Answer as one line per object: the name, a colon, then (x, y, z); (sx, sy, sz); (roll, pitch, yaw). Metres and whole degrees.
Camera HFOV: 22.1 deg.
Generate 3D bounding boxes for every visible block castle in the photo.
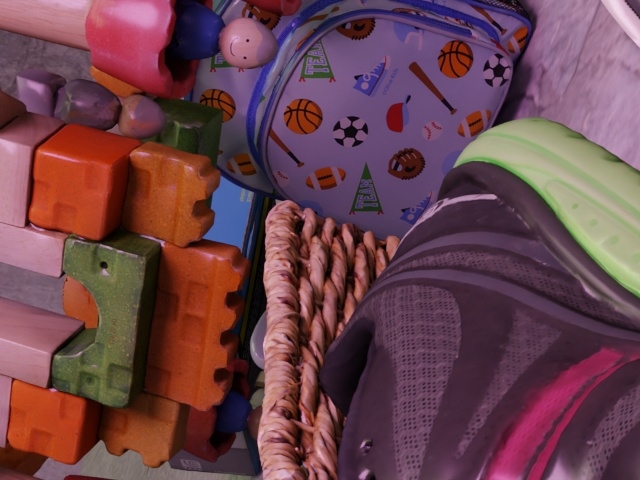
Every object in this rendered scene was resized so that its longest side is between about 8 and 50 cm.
block castle: (-0.119, -0.006, 1.134); (0.303, 0.212, 0.453); (-49, -28, -63)

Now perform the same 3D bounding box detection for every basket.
basket: (0.034, 0.153, 0.970); (0.299, 0.223, 0.213); (-94, 25, -57)

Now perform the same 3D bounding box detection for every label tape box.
label tape box: (-0.108, 0.068, 1.673); (0.334, 0.105, 0.241); (82, -165, -60)

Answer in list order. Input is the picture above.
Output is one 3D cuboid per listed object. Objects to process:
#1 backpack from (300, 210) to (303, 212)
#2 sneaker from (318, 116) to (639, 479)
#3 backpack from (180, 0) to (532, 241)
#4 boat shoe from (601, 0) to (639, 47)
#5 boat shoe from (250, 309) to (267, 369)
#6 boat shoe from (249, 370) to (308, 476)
backpack: (0.000, 0.000, 1.625); (0.105, 0.084, 0.114); (-167, 94, -77)
sneaker: (0.122, 0.107, 0.595); (0.202, 0.185, 0.483); (-44, 20, 2)
backpack: (0.015, -0.132, 1.341); (0.213, 0.263, 0.277); (-106, 37, -68)
boat shoe: (0.202, -0.064, 0.633); (0.084, 0.233, 0.079); (-18, -35, -54)
boat shoe: (-0.003, 0.076, 1.485); (0.183, 0.065, 0.083); (-41, -16, -37)
boat shoe: (-0.005, 0.177, 1.344); (0.103, 0.113, 0.302); (-68, 13, -6)
